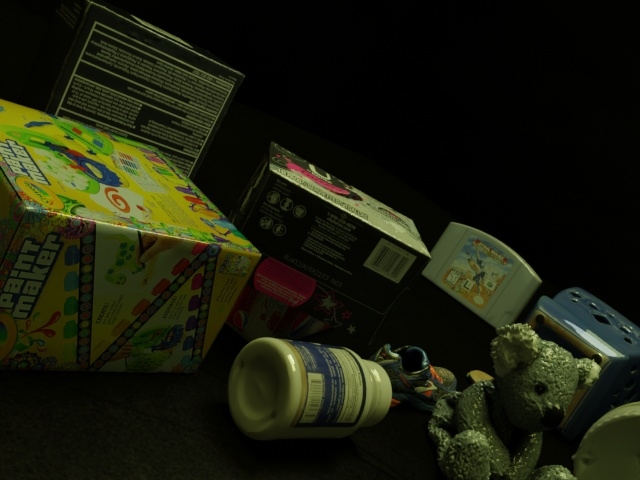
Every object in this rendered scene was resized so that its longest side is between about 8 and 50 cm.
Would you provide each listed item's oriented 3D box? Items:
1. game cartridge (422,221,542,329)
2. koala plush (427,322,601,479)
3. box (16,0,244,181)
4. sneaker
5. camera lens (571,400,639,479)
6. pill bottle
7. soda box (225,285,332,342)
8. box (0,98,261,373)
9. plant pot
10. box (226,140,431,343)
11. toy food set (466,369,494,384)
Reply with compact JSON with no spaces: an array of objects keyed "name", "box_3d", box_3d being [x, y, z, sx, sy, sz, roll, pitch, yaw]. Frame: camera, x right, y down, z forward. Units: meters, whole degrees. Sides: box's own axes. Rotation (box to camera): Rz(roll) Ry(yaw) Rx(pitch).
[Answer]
[{"name":"game cartridge","box_3d":[0.428,0.085,1.820,0.297,0.198,0.062,37,16,30]},{"name":"koala plush","box_3d":[0.276,0.229,0.952,0.196,0.221,0.203,25,14,-17]},{"name":"box","box_3d":[-0.348,-0.238,1.192,0.296,0.294,0.183,18,16,-40]},{"name":"sneaker","box_3d":[0.148,0.209,1.046,0.221,0.087,0.083,14,21,-47]},{"name":"camera lens","box_3d":[0.524,0.351,1.022,0.219,0.219,0.274,40,17,35]},{"name":"pill bottle","box_3d":[-0.005,0.177,0.798,0.187,0.112,0.112,16,19,-45]},{"name":"soda box","box_3d":[-0.037,0.095,1.063,0.083,0.092,0.263,35,15,20]},{"name":"box","box_3d":[-0.278,-0.010,0.770,0.279,0.177,0.290,14,21,-47]},{"name":"plant pot","box_3d":[0.502,0.246,1.351,0.212,0.235,0.236,6,27,-45]},{"name":"box","box_3d":[0.000,0.000,0.941,0.247,0.163,0.142,27,19,-15]},{"name":"toy food set","box_3d":[0.319,0.277,1.289,0.083,0.020,0.082,27,14,-11]}]
